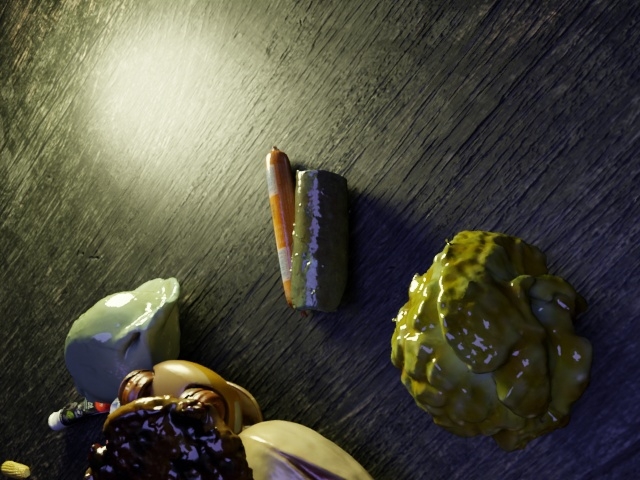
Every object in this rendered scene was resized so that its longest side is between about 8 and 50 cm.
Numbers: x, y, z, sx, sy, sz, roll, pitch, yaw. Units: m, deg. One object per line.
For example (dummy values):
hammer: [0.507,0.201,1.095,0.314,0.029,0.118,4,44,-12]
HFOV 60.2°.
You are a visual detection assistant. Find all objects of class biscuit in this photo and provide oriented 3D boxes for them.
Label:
biscuit: [-0.226,0.400,0.850,0.290,0.081,0.333,-9,90,14]

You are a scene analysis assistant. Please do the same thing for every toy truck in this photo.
toy truck: [-0.242,0.363,1.019,0.204,0.212,0.287,7,89,31]

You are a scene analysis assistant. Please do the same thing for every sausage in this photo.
sausage: [-0.063,-0.024,1.068,0.053,0.053,0.347,-19,72,27]

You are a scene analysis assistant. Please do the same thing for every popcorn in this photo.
popcorn: [0.228,0.123,0.749,0.247,0.282,0.282,17,91,0]

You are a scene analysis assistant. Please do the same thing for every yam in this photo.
yam: [0.000,0.000,0.997,0.106,0.106,0.259,-3,81,31]

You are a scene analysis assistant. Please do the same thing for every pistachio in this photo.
pistachio: [-0.019,0.407,0.890,0.299,0.187,0.187,23,94,24]

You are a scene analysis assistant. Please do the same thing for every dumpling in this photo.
dumpling: [-0.409,0.201,1.147,0.321,0.212,0.269,-10,74,19]

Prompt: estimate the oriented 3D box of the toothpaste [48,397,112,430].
toothpaste: [-0.556,0.394,1.300,0.194,0.045,0.071,-26,54,21]

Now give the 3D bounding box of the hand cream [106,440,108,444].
hand cream: [-0.448,0.420,1.238,0.052,0.038,0.216,7,81,4]

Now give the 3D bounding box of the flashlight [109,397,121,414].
flashlight: [-0.361,0.362,1.105,0.048,0.200,0.093,-6,56,2]

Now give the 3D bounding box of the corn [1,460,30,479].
corn: [-0.773,0.582,1.400,0.092,0.037,0.037,-2,81,27]
